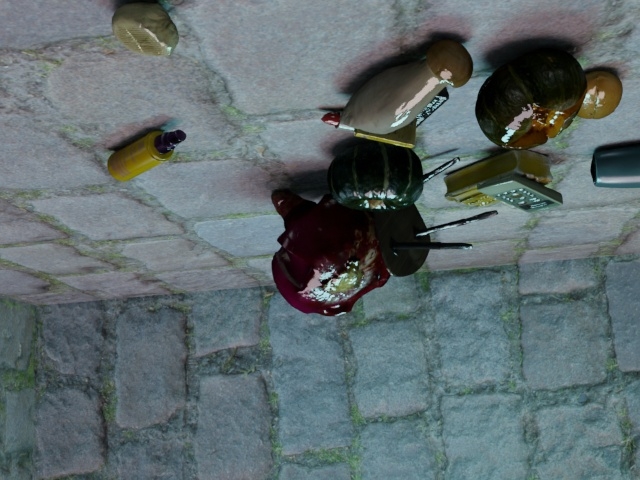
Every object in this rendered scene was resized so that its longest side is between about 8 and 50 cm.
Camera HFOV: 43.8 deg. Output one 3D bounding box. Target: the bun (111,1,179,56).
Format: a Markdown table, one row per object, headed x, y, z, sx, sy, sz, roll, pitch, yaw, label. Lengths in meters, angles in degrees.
| x | y | z | sx | sy | sz | roll | pitch | yaw | label |
| --- | --- | --- | --- | --- | --- | --- | --- | --- | --- |
| -0.292 | -0.361 | 1.339 | 0.115 | 0.069 | 0.115 | 15 | 159 | 6 | bun |

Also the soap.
| x | y | z | sx | sy | sz | roll | pitch | yaw | label |
| --- | --- | --- | --- | --- | --- | --- | --- | --- | --- |
| 0.506 | -0.175 | 2.286 | 0.173 | 0.089 | 0.274 | 10 | 161 | -36 | soap |

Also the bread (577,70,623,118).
| x | y | z | sx | sy | sz | roll | pitch | yaw | label |
| --- | --- | --- | --- | --- | --- | --- | --- | --- | --- |
| 0.609 | -0.314 | 1.766 | 0.114 | 0.077 | 0.189 | -11 | 163 | 12 | bread |

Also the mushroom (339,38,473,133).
| x | y | z | sx | sy | sz | roll | pitch | yaw | label |
| --- | --- | --- | --- | --- | --- | --- | --- | --- | --- |
| 0.162 | -0.298 | 1.624 | 0.128 | 0.128 | 0.350 | 7 | 159 | -38 | mushroom |

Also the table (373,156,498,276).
| x | y | z | sx | sy | sz | roll | pitch | yaw | label |
| --- | --- | --- | --- | --- | --- | --- | --- | --- | --- |
| 0.317 | -0.082 | 2.223 | 0.249 | 0.317 | 0.317 | -17 | 162 | 33 | table |

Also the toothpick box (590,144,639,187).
| x | y | z | sx | sy | sz | roll | pitch | yaw | label |
| --- | --- | --- | --- | --- | --- | --- | --- | --- | --- |
| 0.846 | -0.202 | 2.202 | 0.184 | 0.120 | 0.120 | -3 | 167 | 11 | toothpick box |

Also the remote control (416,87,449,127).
| x | y | z | sx | sy | sz | roll | pitch | yaw | label |
| --- | --- | --- | --- | --- | --- | --- | --- | --- | --- |
| 0.221 | -0.295 | 1.846 | 0.063 | 0.025 | 0.245 | 2 | 166 | -18 | remote control |

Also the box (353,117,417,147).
| x | y | z | sx | sy | sz | roll | pitch | yaw | label |
| --- | --- | --- | --- | --- | --- | --- | --- | --- | --- |
| 0.147 | -0.260 | 1.816 | 0.149 | 0.073 | 0.020 | 11 | 162 | -12 | box |

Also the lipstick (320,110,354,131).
| x | y | z | sx | sy | sz | roll | pitch | yaw | label |
| --- | --- | --- | --- | --- | --- | --- | --- | --- | --- |
| 0.088 | -0.274 | 1.845 | 0.186 | 0.057 | 0.063 | 7 | -168 | -20 | lipstick |

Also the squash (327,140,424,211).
| x | y | z | sx | sy | sz | roll | pitch | yaw | label |
| --- | --- | --- | --- | --- | --- | --- | --- | --- | --- |
| 0.143 | -0.163 | 2.072 | 0.252 | 0.165 | 0.252 | -6 | 169 | -1 | squash |

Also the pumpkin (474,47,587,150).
| x | y | z | sx | sy | sz | roll | pitch | yaw | label |
| --- | --- | --- | --- | --- | --- | --- | --- | --- | --- |
| 0.425 | -0.291 | 1.623 | 0.238 | 0.159 | 0.238 | -18 | 154 | -9 | pumpkin |

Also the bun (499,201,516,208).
| x | y | z | sx | sy | sz | roll | pitch | yaw | label |
| --- | --- | --- | --- | --- | --- | --- | --- | --- | --- |
| 0.590 | -0.142 | 2.444 | 0.138 | 0.094 | 0.138 | -6 | 169 | -1 | bun |

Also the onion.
| x | y | z | sx | sy | sz | roll | pitch | yaw | label |
| --- | --- | --- | --- | --- | --- | --- | --- | --- | --- |
| 0.000 | 0.000 | 2.366 | 0.398 | 0.420 | 0.398 | -27 | 139 | -26 | onion |

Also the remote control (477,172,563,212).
| x | y | z | sx | sy | sz | roll | pitch | yaw | label |
| --- | --- | --- | --- | --- | --- | --- | --- | --- | --- |
| 0.560 | -0.129 | 2.226 | 0.123 | 0.038 | 0.285 | -16 | 160 | 40 | remote control |

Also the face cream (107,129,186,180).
| x | y | z | sx | sy | sz | roll | pitch | yaw | label |
| --- | --- | --- | --- | --- | --- | --- | --- | --- | --- |
| -0.411 | -0.213 | 1.908 | 0.078 | 0.078 | 0.273 | 9 | 161 | -43 | face cream |
